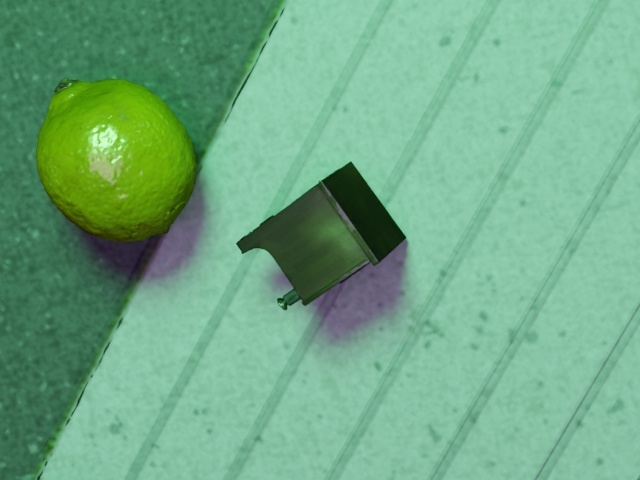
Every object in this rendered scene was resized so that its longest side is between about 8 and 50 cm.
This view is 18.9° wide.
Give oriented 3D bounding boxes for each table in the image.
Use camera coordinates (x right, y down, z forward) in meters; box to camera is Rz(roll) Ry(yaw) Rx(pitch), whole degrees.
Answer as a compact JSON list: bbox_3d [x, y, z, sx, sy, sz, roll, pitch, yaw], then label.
[{"bbox_3d":[0.000,0.000,1.365,0.082,0.083,0.070,-35,91,20],"label":"table"}]

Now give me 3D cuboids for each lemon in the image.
[{"bbox_3d":[-0.146,-0.058,1.361,0.109,0.109,0.133,-34,100,13],"label":"lemon"}]
